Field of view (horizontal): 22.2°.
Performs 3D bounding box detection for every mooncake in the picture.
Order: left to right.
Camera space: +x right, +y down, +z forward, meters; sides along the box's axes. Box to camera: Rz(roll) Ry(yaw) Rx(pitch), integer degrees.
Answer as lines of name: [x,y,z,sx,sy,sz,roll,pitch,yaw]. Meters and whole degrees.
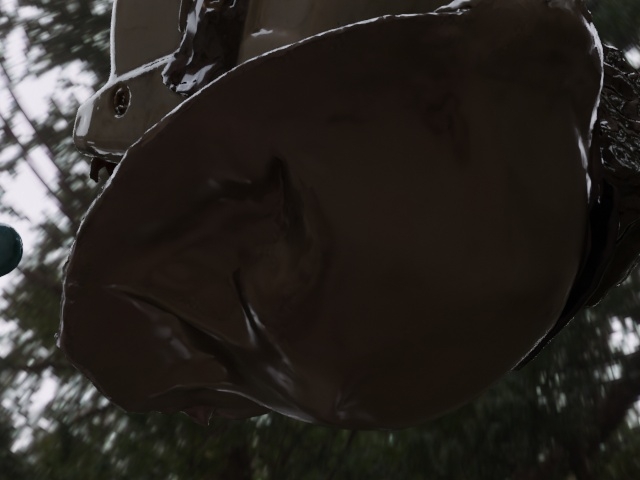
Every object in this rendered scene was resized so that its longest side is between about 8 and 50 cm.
mooncake: [0.144,-0.070,1.122,0.228,0.228,0.124,34,-53,-4]

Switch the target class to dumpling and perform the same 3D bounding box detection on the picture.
dumpling: [0.014,0.011,0.703,0.163,0.204,0.293,48,-57,7]

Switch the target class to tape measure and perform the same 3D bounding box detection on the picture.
tape measure: [-0.036,-0.134,1.041,0.130,0.258,0.265,7,-86,-40]

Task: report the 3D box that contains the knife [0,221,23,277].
knife: [-0.331,0.023,1.254,0.222,0.031,0.064,-10,-117,12]
